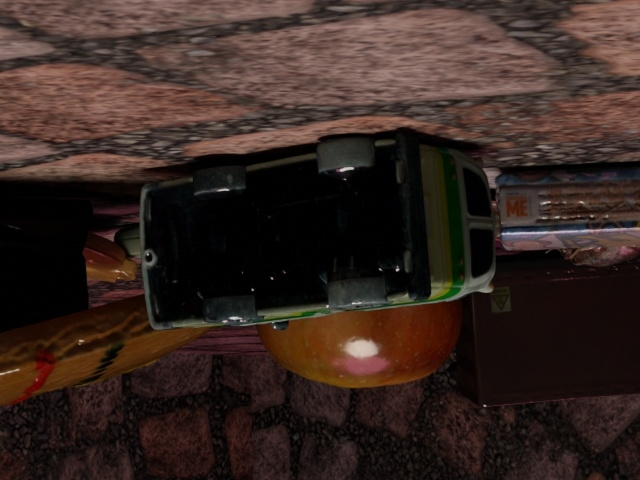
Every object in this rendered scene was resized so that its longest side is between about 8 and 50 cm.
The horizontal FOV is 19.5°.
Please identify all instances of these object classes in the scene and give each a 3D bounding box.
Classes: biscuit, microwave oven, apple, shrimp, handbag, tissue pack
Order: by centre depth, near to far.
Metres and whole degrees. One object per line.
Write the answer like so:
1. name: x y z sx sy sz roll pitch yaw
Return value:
1. tissue pack: 0.231 -0.028 1.630 0.155 0.065 0.115 -1 172 7
2. biscuit: -0.226 0.108 1.643 0.277 0.052 0.262 -15 172 -33
3. handbag: -0.391 0.031 1.660 0.288 0.152 0.342 13 158 -36
4. shrimp: 0.267 -0.011 1.776 0.075 0.073 0.190 6 166 -25
5. apple: 0.036 0.054 1.873 0.210 0.173 0.235 -3 -176 -34
6. biscuit: -0.248 0.014 1.890 0.133 0.027 0.184 21 167 -17
7. microwave oven: 0.279 0.089 2.183 0.248 0.188 0.178 -5 179 -5

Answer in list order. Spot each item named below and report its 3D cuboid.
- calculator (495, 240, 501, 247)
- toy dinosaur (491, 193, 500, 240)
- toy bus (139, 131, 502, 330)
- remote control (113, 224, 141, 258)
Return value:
1. calculator: 0.202 -0.011 1.922 0.191 0.034 0.127 3 174 -27
2. toy dinosaur: 0.159 -0.029 1.755 0.108 0.032 0.220 -1 165 30
3. toy bus: 0.000 0.000 1.504 0.276 0.133 0.165 -8 173 39
4. remote control: -0.113 0.008 1.987 0.098 0.038 0.233 -6 171 32
